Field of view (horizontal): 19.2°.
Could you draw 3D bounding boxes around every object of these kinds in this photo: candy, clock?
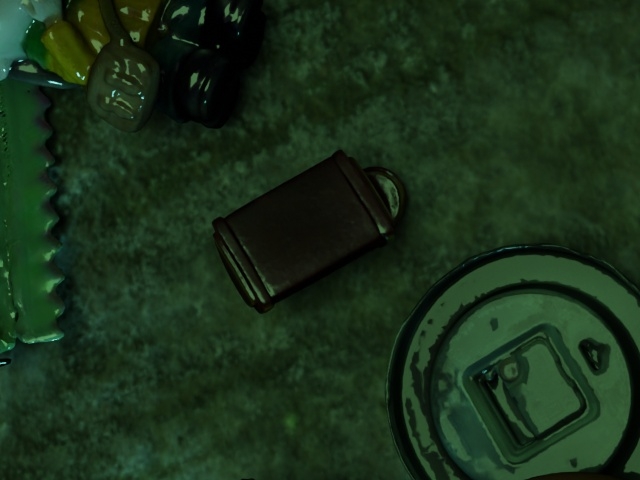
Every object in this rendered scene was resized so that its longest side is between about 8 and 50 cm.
[{"bbox_3d":[-0.411,0.000,1.589,0.398,0.172,0.262,-11,84,7],"label":"candy"},{"bbox_3d":[0.161,0.115,1.409,0.226,0.049,0.226,-2,84,20],"label":"clock"}]

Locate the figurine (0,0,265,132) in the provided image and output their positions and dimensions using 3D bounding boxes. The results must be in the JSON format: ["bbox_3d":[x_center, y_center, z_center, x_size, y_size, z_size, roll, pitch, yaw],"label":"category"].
[{"bbox_3d":[-0.217,-0.189,1.544,0.332,0.204,0.185,24,77,-5],"label":"figurine"}]

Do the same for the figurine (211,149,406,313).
[{"bbox_3d":[0.000,-0.001,1.464,0.154,0.098,0.082,-29,70,-10],"label":"figurine"}]

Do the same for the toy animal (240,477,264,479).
[{"bbox_3d":[-0.022,0.280,1.406,0.208,0.156,0.204,14,87,10],"label":"toy animal"}]

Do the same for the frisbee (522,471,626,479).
[{"bbox_3d":[0.179,0.289,1.330,0.251,0.021,0.250,0,88,-9],"label":"frisbee"}]
